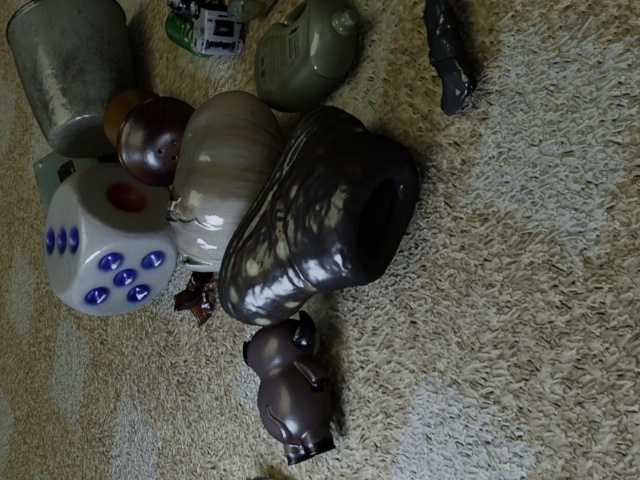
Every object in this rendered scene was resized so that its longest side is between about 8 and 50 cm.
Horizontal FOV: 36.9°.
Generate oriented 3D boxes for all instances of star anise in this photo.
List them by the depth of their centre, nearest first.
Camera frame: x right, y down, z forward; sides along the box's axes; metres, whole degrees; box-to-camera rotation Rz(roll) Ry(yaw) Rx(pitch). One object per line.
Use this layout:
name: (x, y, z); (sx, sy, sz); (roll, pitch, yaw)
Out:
star anise: (-0.210, 0.096, 1.923); (0.140, 0.144, 0.158); (41, -125, -76)

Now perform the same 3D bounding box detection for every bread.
bread: (-0.131, -0.489, 1.821); (0.094, 0.083, 0.157); (47, 123, 51)

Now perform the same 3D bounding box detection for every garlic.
garlic: (-0.154, -0.100, 1.678); (0.322, 0.241, 0.322); (-52, 21, 29)

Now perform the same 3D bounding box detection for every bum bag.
bum bag: (0.184, -0.275, 1.370); (0.087, 0.049, 0.197); (112, 149, -67)

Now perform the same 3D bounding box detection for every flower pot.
flower pot: (-0.579, -0.385, 2.319); (0.294, 0.294, 0.330); (-38, 64, 48)

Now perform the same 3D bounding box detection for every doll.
doll: (-0.048, 0.236, 1.601); (0.182, 0.117, 0.257); (-33, 62, 39)

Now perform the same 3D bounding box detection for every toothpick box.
toothpick box: (-0.364, -0.230, 2.060); (0.294, 0.192, 0.192); (35, 116, 57)

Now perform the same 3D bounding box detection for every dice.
dice: (-0.468, -0.002, 2.144); (0.259, 0.243, 0.251); (57, 132, 37)

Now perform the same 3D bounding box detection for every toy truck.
toy truck: (-0.248, -0.444, 1.980); (0.242, 0.101, 0.124); (36, 121, 54)

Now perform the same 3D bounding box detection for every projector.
projector: (-0.605, -0.134, 2.405); (0.192, 0.099, 0.256); (-30, 56, 8)

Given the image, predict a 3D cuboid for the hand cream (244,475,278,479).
hand cream: (-0.087, 0.458, 1.708); (0.142, 0.053, 0.084); (11, 95, 46)

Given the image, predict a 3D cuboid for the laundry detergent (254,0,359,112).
laundry detergent: (-0.017, -0.330, 1.631); (0.253, 0.091, 0.181); (-27, 60, 52)

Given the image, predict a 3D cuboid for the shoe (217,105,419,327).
shoe: (0.000, 0.000, 1.472); (0.237, 0.171, 0.383); (42, 108, 45)
